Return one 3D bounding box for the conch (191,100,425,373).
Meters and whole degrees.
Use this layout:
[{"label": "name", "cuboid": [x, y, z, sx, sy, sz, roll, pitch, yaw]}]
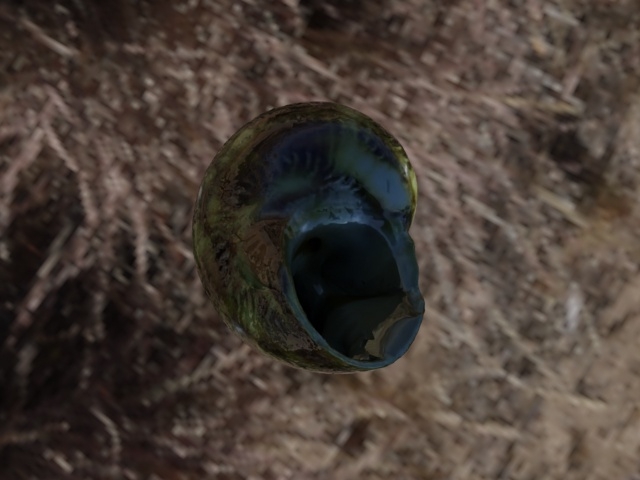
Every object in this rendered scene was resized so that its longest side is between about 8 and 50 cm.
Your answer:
[{"label": "conch", "cuboid": [-0.001, 0.001, 1.310, 0.181, 0.187, 0.124, -36, 179, -34]}]
